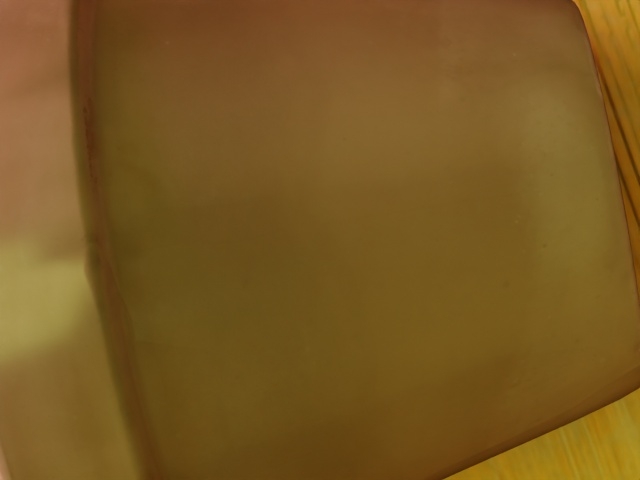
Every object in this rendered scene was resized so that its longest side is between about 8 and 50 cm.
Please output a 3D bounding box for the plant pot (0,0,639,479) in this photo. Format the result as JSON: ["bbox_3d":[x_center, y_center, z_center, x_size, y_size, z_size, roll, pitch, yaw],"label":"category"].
[{"bbox_3d":[0.000,0.000,0.957,0.280,0.323,0.323,-11,93,4],"label":"plant pot"}]
